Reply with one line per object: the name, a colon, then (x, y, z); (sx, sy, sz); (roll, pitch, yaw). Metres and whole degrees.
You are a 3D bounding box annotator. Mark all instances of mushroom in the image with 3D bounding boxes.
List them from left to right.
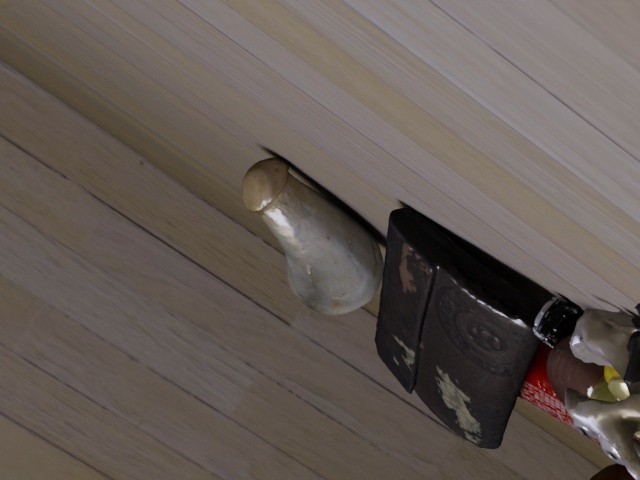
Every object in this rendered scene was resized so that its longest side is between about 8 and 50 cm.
mushroom: (0.000, 0.000, 1.694); (0.118, 0.103, 0.270); (25, 162, 26)

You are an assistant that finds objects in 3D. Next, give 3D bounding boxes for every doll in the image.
doll: (0.237, 0.115, 1.238); (0.145, 0.096, 0.188); (20, 158, 39)

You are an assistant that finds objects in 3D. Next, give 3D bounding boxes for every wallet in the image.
wallet: (0.119, 0.095, 1.475); (0.170, 0.044, 0.321); (38, 158, 16)

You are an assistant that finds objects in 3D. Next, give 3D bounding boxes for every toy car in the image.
toy car: (0.215, 0.082, 1.325); (0.093, 0.041, 0.025); (39, 177, -40)

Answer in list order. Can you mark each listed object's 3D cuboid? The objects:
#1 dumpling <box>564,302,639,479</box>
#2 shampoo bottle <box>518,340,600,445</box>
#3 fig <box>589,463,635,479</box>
dumpling: (0.245, 0.088, 0.634); (0.293, 0.163, 0.204); (30, -151, 27)
shampoo bottle: (0.274, 0.155, 1.474); (0.314, 0.076, 0.118); (30, 164, 34)
fig: (0.299, 0.269, 1.327); (0.149, 0.148, 0.202); (-46, -61, -70)
